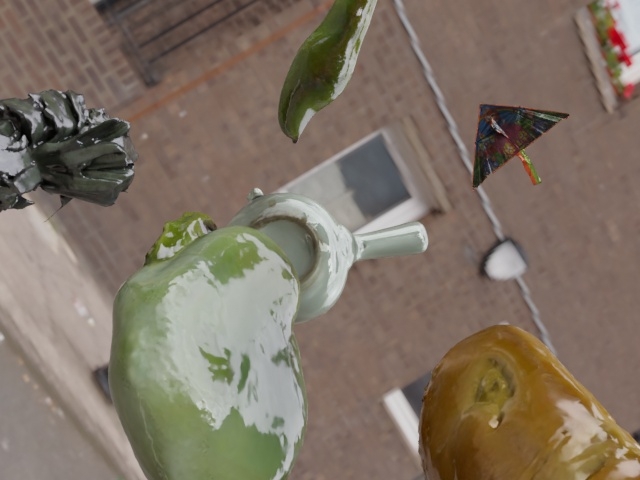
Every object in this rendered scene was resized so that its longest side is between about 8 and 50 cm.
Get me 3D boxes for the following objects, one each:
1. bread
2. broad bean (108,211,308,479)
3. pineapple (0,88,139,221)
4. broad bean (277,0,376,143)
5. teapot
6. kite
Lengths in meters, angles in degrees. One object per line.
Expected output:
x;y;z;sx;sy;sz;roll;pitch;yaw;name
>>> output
0.203;0.229;0.721;0.337;0.148;0.328;45;1;-45;bread
-0.072;0.077;0.761;0.169;0.100;0.228;29;37;-48;broad bean
-0.164;-0.031;0.521;0.074;0.159;0.074;168;-90;-83;pineapple
0.023;-0.281;1.512;0.075;0.325;0.067;23;-1;-35;broad bean
-0.001;0.037;1.763;0.149;0.318;0.220;92;11;-77;teapot
0.295;-0.152;1.754;0.159;0.190;0.010;52;7;14;kite
